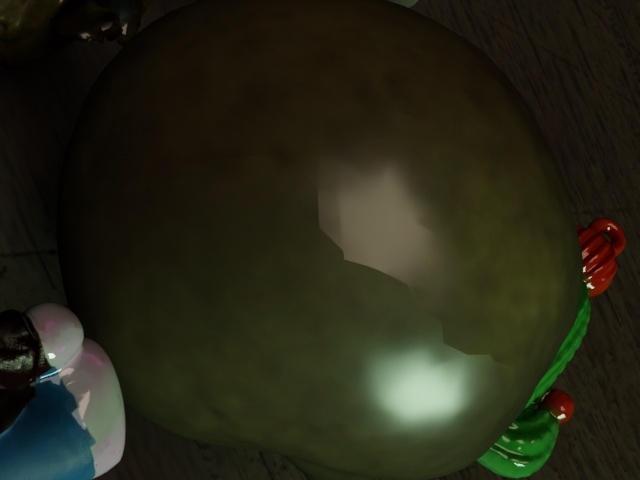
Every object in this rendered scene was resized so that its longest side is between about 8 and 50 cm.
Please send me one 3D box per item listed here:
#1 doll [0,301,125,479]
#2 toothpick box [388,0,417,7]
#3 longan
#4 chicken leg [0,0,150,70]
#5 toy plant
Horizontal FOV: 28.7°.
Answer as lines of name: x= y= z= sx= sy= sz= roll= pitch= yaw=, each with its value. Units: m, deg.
doll: x=-0.259 y=0.012 z=0.585 sx=0.310 sy=0.284 sz=0.240 roll=66 pitch=17 yaw=2
toothpick box: x=-0.016 y=-0.223 z=0.841 sx=0.180 sy=0.111 sz=0.111 roll=8 pitch=76 yaw=-29
longan: x=0.003 y=-0.003 z=0.705 sx=0.297 sy=0.297 sz=0.297 roll=6 pitch=77 yaw=-28
chicken leg: x=-0.155 y=-0.271 z=0.744 sx=0.211 sy=0.140 sz=0.361 roll=12 pitch=76 yaw=8
toy plant: x=0.123 y=0.050 z=0.878 sx=0.154 sy=0.088 sz=0.240 roll=28 pitch=60 yaw=-6
